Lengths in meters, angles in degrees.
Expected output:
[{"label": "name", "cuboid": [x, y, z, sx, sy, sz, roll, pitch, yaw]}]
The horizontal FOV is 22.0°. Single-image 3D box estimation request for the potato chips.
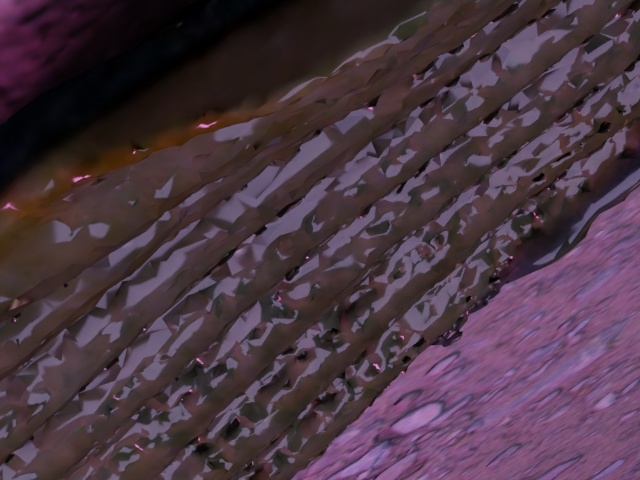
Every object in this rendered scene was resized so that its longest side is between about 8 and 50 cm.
[{"label": "potato chips", "cuboid": [0.000, 0.000, 0.567, 0.429, 0.070, 0.358, -39, 160, 14]}]
